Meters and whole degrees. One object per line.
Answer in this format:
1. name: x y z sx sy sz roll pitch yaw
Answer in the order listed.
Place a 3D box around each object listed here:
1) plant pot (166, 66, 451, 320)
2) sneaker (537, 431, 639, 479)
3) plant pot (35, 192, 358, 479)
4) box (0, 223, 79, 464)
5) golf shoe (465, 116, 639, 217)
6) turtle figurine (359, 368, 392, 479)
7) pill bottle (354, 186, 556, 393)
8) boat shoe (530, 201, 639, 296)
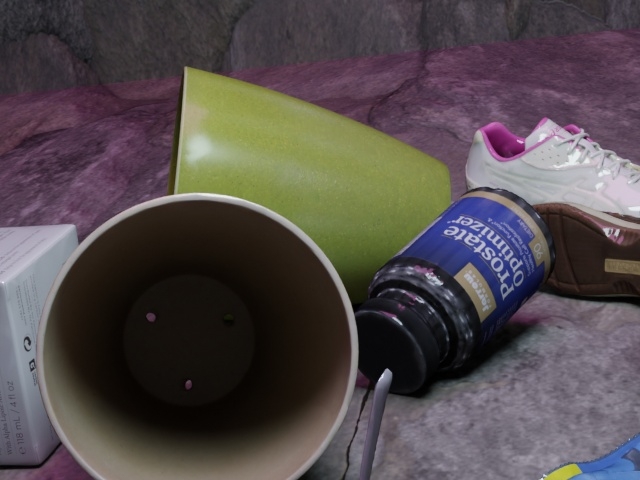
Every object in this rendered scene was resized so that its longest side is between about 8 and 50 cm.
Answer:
1. plant pot: -0.016 -0.034 1.872 0.294 0.274 0.275 6 15 -6
2. sneaker: 0.230 0.196 1.293 0.209 0.069 0.082 -13 48 -48
3. plant pot: -0.112 0.092 1.518 0.257 0.256 0.274 -9 0 -7
4. box: -0.298 0.095 1.632 0.119 0.181 0.182 -4 17 15
5. golf shoe: 0.301 -0.069 2.007 0.306 0.140 0.115 3 18 27
6. turtle figurine: 0.093 0.222 0.939 0.198 0.274 0.266 21 37 -13
7. pill bottle: 0.123 0.050 1.677 0.123 0.122 0.219 6 34 39
8. boat shoe: 0.317 0.016 1.821 0.095 0.095 0.257 -4 15 -45
